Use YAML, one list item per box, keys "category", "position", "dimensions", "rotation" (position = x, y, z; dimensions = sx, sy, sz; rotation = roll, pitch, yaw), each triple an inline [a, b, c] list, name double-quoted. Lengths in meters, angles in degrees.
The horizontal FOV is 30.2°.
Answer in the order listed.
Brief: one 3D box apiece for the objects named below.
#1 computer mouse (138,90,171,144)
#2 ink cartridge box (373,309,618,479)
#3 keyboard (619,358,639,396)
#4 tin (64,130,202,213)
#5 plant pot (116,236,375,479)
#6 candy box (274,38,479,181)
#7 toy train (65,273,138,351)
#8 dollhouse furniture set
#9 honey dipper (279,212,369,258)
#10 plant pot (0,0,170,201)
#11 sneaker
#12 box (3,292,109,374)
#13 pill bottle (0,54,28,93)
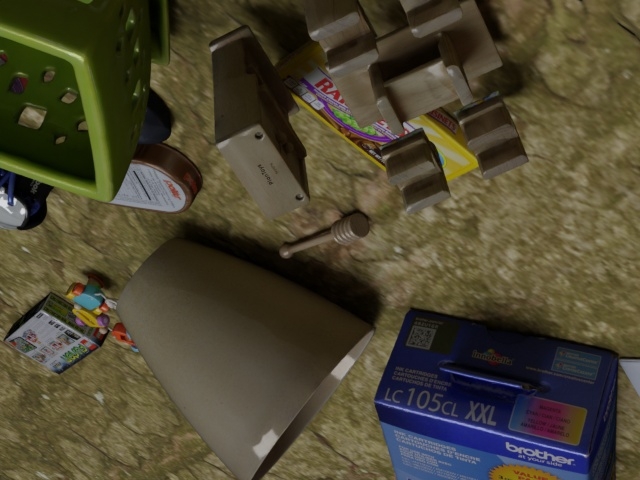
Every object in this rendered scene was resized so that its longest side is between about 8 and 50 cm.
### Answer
- category: "computer mouse"
  position: [-0.265, -0.179, 1.294]
  dimensions: [0.242, 0.041, 0.071]
  rotation: [36, 148, -18]
- category: "ink cartridge box"
  position: [0.228, 0.239, 1.502]
  dimensions: [0.270, 0.151, 0.395]
  rotation: [11, 145, 21]
- category: "keyboard"
  position: [0.441, 0.218, 1.455]
  dimensions: [0.072, 0.014, 0.256]
  rotation: [3, 143, 40]
- category: "tin"
  position: [-0.233, -0.080, 1.432]
  dimensions: [0.190, 0.040, 0.106]
  rotation: [9, 150, 24]
- category: "plant pot"
  position: [-0.115, 0.127, 1.504]
  dimensions: [0.274, 0.256, 0.256]
  rotation: [38, 151, 10]
- category: "candy box"
  position: [0.058, -0.125, 1.170]
  dimensions: [0.206, 0.027, 0.105]
  rotation: [37, 143, -20]
- category: "toy train"
  position: [-0.309, 0.103, 1.759]
  dimensions: [0.125, 0.046, 0.166]
  rotation: [15, 151, 13]
- category: "dollhouse furniture set"
  position: [0.033, -0.147, 1.054]
  dimensions: [0.242, 0.161, 0.212]
  rotation: [-23, 129, 12]
- category: "honey dipper"
  position: [0.000, 0.000, 1.403]
  dimensions: [0.030, 0.030, 0.161]
  rotation: [37, 150, -21]
- category: "plant pot"
  position: [-0.258, -0.202, 1.091]
  dimensions: [0.227, 0.207, 0.228]
  rotation: [19, 149, 7]
- category: "sneaker"
  position: [-0.425, -0.107, 1.453]
  dimensions: [0.182, 0.127, 0.315]
  rotation: [4, 151, 23]
- category: "box"
  position: [-0.432, 0.155, 1.928]
  dimensions: [0.114, 0.036, 0.207]
  rotation: [34, 148, -17]
- category: "pill bottle"
  position: [-0.411, -0.135, 1.312]
  dimensions: [0.108, 0.193, 0.108]
  rotation: [18, 149, 11]
